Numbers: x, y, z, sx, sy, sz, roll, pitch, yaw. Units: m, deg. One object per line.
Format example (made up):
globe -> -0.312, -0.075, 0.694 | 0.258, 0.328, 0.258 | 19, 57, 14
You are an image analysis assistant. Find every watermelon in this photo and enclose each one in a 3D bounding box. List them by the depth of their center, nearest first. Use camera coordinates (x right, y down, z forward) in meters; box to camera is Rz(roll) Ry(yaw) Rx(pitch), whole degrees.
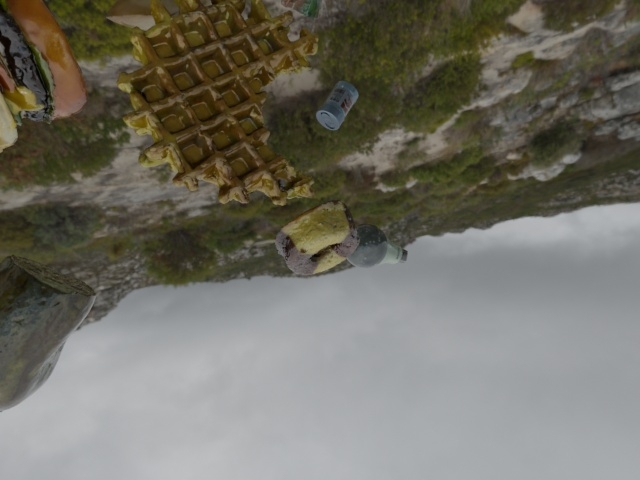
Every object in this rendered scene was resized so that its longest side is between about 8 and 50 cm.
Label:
watermelon -> -0.029, -0.559, 0.938 | 0.080, 0.101, 0.155 | 20, -158, 14

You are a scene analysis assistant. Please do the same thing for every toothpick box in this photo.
toothpick box -> 0.063, -0.500, 1.521 | 0.153, 0.101, 0.101 | -59, -159, -17

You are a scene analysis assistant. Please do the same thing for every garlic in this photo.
garlic -> -0.327, -0.530, 0.962 | 0.338, 0.151, 0.196 | 24, -119, 24

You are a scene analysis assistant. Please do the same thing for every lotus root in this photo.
lotus root -> -0.716, 0.224, 0.969 | 0.250, 0.346, 0.250 | 27, 178, 1

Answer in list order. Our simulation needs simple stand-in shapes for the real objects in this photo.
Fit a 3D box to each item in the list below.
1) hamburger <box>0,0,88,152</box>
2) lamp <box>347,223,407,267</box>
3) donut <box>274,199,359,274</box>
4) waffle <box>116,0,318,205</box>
hamburger -> -0.552, -0.294, 0.667 | 0.291, 0.291, 0.225 | -8, -154, 50
lamp -> 0.240, 0.018, 1.693 | 0.313, 0.182, 0.182 | -4, 179, -28
donut -> 0.000, 0.000, 0.618 | 0.140, 0.059, 0.140 | -23, 157, -10
waffle -> -0.125, -0.190, 0.547 | 0.259, 0.293, 0.069 | 8, 169, -25
